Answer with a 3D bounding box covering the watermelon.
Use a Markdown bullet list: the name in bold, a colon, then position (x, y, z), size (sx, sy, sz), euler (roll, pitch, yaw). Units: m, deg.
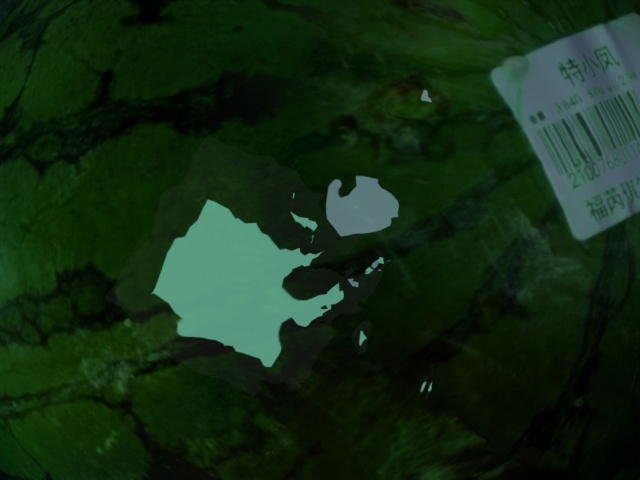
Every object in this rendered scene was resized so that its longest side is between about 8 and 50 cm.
- **watermelon**: position (0.000, 0.000, 0.662), size (0.363, 0.363, 0.363), euler (8, 104, 32)
